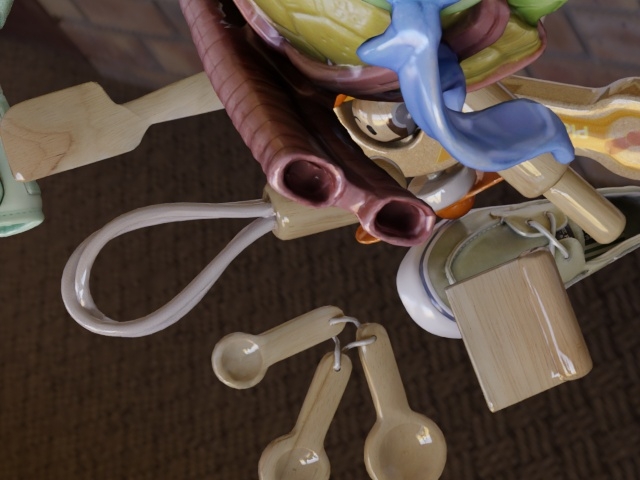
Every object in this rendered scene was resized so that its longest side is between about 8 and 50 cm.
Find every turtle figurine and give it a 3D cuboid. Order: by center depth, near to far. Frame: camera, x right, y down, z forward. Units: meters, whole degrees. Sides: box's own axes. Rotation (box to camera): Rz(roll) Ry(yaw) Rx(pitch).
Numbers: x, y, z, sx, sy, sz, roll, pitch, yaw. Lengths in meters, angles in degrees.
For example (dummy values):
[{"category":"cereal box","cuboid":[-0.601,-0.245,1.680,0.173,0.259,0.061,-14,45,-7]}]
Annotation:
[{"category":"turtle figurine","cuboid":[0.030,-0.144,0.478,0.198,0.274,0.266,-20,-1,-3]}]

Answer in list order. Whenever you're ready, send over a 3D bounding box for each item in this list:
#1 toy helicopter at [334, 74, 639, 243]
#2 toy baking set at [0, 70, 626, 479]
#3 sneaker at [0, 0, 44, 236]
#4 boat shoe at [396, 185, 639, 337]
[{"category":"toy helicopter","cuboid":[0.129,-0.095,1.336,0.355,0.235,0.140,11,41,25]},{"category":"toy baking set","cuboid":[0.005,-0.004,0.666,0.197,0.256,0.030,-48,13,-11]},{"category":"sneaker","cuboid":[-0.141,-0.087,0.694,0.256,0.151,0.094,-41,6,-11]},{"category":"boat shoe","cuboid":[0.191,0.002,1.447,0.302,0.109,0.094,-21,-8,-43]}]
